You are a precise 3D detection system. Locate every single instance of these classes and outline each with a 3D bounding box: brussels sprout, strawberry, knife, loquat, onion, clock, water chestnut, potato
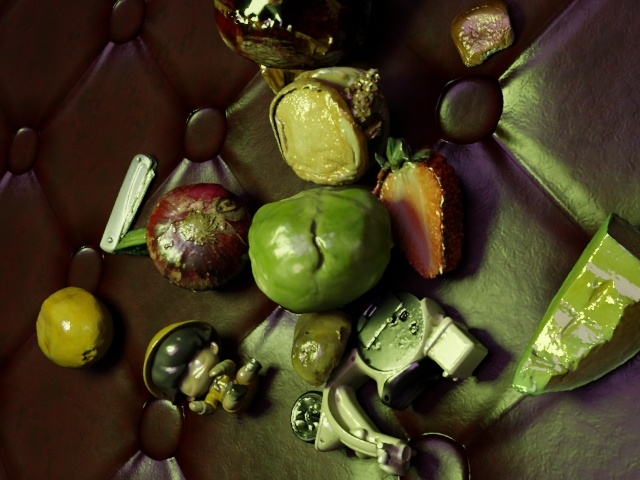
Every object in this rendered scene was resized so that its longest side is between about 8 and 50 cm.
[{"bbox_3d":[-0.008,0.009,1.733,0.273,0.243,0.316,-38,23,-12],"label":"brussels sprout"},{"bbox_3d":[0.206,-0.069,1.726,0.188,0.106,0.286,-29,75,51],"label":"strawberry"},{"bbox_3d":[-0.482,-0.091,2.250,0.073,0.040,0.266,26,94,27],"label":"knife"},{"bbox_3d":[-0.595,0.210,2.167,0.234,0.176,0.187,36,99,46],"label":"loquat"},{"bbox_3d":[-0.263,-0.005,1.981,0.246,0.190,0.246,-2,74,5],"label":"onion"},{"bbox_3d":[0.119,0.279,1.686,0.276,0.120,0.379,41,102,41],"label":"clock"},{"bbox_3d":[-0.062,-0.458,1.900,0.335,0.335,0.347,35,133,36],"label":"water chestnut"},{"bbox_3d":[-0.016,0.198,1.761,0.164,0.081,0.200,-54,14,15],"label":"potato"}]

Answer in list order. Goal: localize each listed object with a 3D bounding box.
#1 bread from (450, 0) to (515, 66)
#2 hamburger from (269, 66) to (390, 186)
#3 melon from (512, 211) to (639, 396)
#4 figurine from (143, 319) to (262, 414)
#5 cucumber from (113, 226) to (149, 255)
[{"bbox_3d":[0.319,-0.418,1.769,0.129,0.044,0.126,-24,67,25],"label":"bread"},{"bbox_3d":[0.022,-0.237,1.818,0.243,0.146,0.286,41,135,8],"label":"hamburger"},{"bbox_3d":[0.445,0.130,1.490,0.323,0.124,0.196,-54,51,18],"label":"melon"},{"bbox_3d":[-0.256,0.282,1.922,0.256,0.167,0.192,29,82,15],"label":"figurine"},{"bbox_3d":[-0.404,0.009,2.162,0.211,0.062,0.078,-9,39,39],"label":"cucumber"}]
